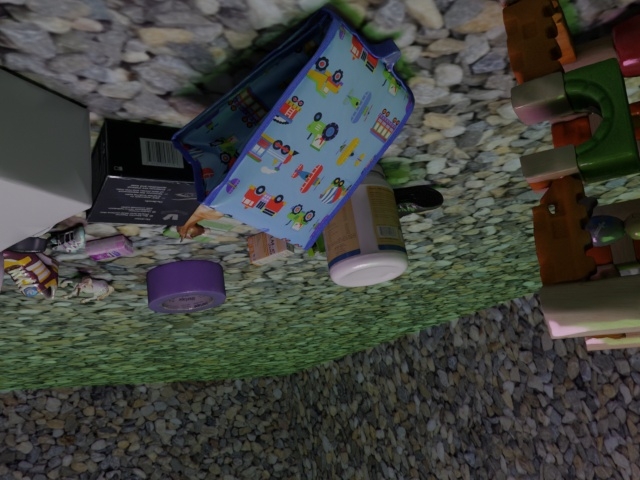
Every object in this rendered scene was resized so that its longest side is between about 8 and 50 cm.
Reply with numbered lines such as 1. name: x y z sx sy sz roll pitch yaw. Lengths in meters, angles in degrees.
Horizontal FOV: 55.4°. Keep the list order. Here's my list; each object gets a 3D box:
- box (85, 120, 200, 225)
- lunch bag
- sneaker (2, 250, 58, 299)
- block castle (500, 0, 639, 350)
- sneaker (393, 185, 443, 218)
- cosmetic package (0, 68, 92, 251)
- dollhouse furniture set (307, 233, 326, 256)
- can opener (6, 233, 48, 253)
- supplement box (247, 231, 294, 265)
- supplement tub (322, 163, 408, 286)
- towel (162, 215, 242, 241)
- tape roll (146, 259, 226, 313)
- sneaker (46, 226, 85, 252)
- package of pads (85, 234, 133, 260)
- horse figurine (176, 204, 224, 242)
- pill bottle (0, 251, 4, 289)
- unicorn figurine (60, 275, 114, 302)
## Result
1. box: -0.261 -0.094 0.922 0.155 0.093 0.158 2 156 -31
2. lunch bag: -0.008 -0.151 0.808 0.293 0.138 0.221 -42 145 17
3. sneaker: -0.587 0.066 1.222 0.069 0.084 0.185 -14 161 10
4. block castle: 0.361 -0.100 0.689 0.212 0.454 0.303 -12 161 29
5. sneaker: 0.163 -0.071 1.271 0.170 0.051 0.089 -3 160 -6
6. cosmetic package: -0.475 -0.115 0.675 0.217 0.156 0.385 -19 160 25
7. dollhouse furniture set: 0.000 0.000 1.423 0.076 0.059 0.152 -18 180 0
8. can opener: -0.556 -0.025 1.027 0.186 0.073 0.059 11 161 -26
9. supplement box: -0.109 0.011 1.340 0.098 0.062 0.036 -20 157 24
10. supplement tub: 0.073 -0.029 1.111 0.144 0.200 0.144 -8 160 -3
11. towel: -0.230 -0.036 1.219 0.113 0.023 0.152 13 153 -43
12. tape roll: -0.329 0.117 1.500 0.188 0.080 0.189 -9 161 -3
13. sneaker: -0.488 0.000 1.154 0.069 0.038 0.098 3 156 -35
14. package of pads: -0.428 0.015 1.239 0.083 0.032 0.050 -11 158 3
15. horse figurine: -0.164 -0.083 1.048 0.174 0.066 0.263 -10 162 -15
16. pill bottle: -0.690 0.045 0.998 0.162 0.162 0.278 -22 157 31
17. unicorn figurine: -0.550 0.111 1.424 0.111 0.060 0.162 -20 174 25
